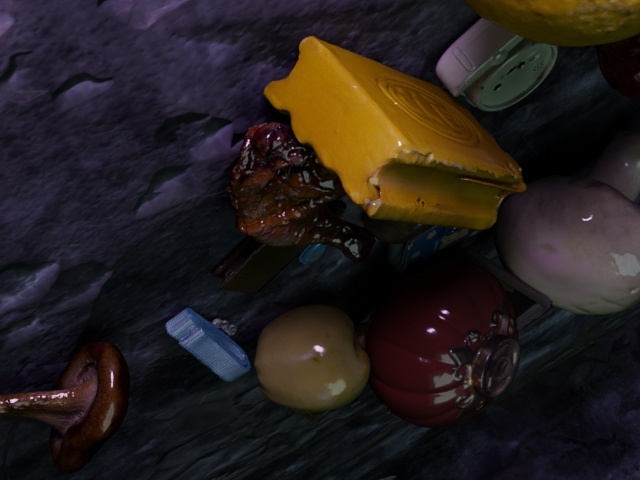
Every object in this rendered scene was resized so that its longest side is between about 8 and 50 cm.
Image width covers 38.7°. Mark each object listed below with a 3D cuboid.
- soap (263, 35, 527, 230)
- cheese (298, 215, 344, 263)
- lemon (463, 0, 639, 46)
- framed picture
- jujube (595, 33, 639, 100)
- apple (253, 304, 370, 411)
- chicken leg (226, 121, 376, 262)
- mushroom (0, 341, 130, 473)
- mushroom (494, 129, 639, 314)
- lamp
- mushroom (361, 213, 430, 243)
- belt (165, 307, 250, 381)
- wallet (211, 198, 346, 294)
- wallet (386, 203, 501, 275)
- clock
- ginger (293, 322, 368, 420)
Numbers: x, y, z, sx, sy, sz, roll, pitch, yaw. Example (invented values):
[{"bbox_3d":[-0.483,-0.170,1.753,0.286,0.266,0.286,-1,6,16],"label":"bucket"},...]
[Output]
[{"bbox_3d":[0.104,-0.117,1.082,0.096,0.204,0.324,-49,152,23],"label":"soap"},{"bbox_3d":[0.000,0.001,1.390,0.047,0.017,0.111,-12,148,-45],"label":"cheese"},{"bbox_3d":[0.236,-0.315,0.789,0.297,0.297,0.297,-27,155,-14],"label":"lemon"},{"bbox_3d":[0.302,0.126,1.761,0.018,0.192,0.265,-60,-177,-34],"label":"framed picture"},{"bbox_3d":[0.454,-0.291,1.260,0.155,0.155,0.230,-37,146,7],"label":"jujube"},{"bbox_3d":[-0.012,0.200,1.542,0.200,0.200,0.200,-27,155,-14],"label":"apple"},{"bbox_3d":[-0.021,-0.053,1.145,0.177,0.083,0.322,-4,152,3],"label":"chicken leg"},{"bbox_3d":[-0.384,0.224,1.233,0.217,0.148,0.227,12,127,-36],"label":"mushroom"},{"bbox_3d":[0.497,-0.009,1.651,0.356,0.315,0.315,-36,157,24],"label":"mushroom"},{"bbox_3d":[0.215,0.181,1.610,0.303,0.257,0.303,-19,118,-41],"label":"lamp"},{"bbox_3d":[0.148,-0.065,1.368,0.209,0.094,0.072,-39,158,22],"label":"mushroom"},{"bbox_3d":[-0.175,0.148,1.400,0.065,0.100,0.179,-34,140,4],"label":"belt"},{"bbox_3d":[-0.059,0.003,1.306,0.198,0.031,0.110,-43,153,18],"label":"wallet"},{"bbox_3d":[0.210,-0.025,1.547,0.202,0.059,0.141,-25,152,-16],"label":"wallet"},{"bbox_3d":[0.245,-0.234,1.203,0.151,0.062,0.191,-41,155,17],"label":"clock"},{"bbox_3d":[0.038,0.225,1.732,0.270,0.123,0.219,-41,158,-9],"label":"ginger"}]
